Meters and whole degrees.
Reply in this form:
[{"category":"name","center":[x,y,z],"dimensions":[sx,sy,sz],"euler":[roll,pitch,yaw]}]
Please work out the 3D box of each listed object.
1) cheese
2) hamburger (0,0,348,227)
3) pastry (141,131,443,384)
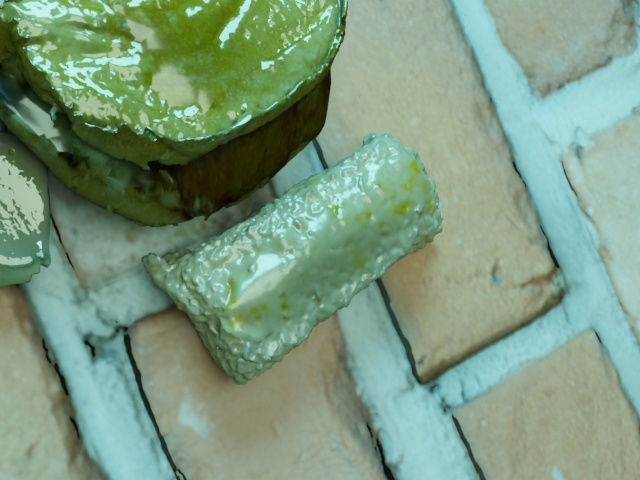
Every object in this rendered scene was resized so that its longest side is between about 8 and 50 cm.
[{"category":"cheese","center":[-0.233,-0.050,0.810],"dimensions":[0.092,0.047,0.171],"euler":[-6,82,-28]},{"category":"hamburger","center":[-0.092,-0.133,0.845],"dimensions":[0.309,0.132,0.211],"euler":[-41,99,-30]},{"category":"pastry","center":[0.001,0.006,0.896],"dimensions":[0.258,0.089,0.121],"euler":[-30,106,-25]}]
